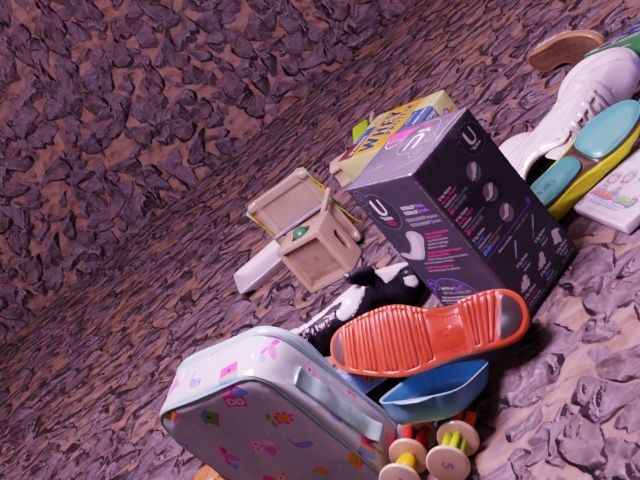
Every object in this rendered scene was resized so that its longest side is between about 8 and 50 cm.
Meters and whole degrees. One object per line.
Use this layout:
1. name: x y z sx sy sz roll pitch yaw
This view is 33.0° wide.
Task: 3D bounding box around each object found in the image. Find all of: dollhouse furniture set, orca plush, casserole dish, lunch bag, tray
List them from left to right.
1. tray: -0.075 0.017 2.368 0.270 0.030 0.145 -41 17 2
2. lunch bag: -0.042 0.235 1.382 0.224 0.279 0.108 -29 32 35
3. dollhouse furniture set: 0.033 -0.099 2.138 0.301 0.197 0.151 -33 21 23
4. orca plush: 0.058 0.129 1.670 0.287 0.151 0.102 -16 43 -30
5. casserole dish: 0.149 0.191 1.361 0.114 0.037 0.188 -14 2 26

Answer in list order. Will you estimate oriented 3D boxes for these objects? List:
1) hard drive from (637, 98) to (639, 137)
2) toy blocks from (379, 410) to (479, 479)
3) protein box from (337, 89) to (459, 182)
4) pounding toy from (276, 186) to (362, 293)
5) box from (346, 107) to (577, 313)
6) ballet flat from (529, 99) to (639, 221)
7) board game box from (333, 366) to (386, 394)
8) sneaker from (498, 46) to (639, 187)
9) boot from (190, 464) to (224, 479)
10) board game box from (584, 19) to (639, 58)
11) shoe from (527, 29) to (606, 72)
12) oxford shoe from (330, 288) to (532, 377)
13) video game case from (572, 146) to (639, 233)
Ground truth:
1. hard drive: 0.617 -0.261 1.562 0.318 0.040 0.210 -16 31 54
2. toy blocks: 0.143 0.242 1.331 0.123 0.054 0.148 -27 15 28
3. protein box: 0.180 -0.123 1.881 0.136 0.201 0.199 -51 20 -28
4. pounding toy: 0.000 0.000 2.065 0.130 0.141 0.100 -28 21 35
5. box: 0.197 -0.029 1.505 0.143 0.270 0.165 -50 20 -25
6. ballet flat: 0.396 -0.111 1.609 0.231 0.077 0.077 -44 46 0
7. board game box: 0.033 0.204 1.549 0.160 0.039 0.211 -28 -3 36
8. sneaker: 0.405 -0.168 1.703 0.305 0.114 0.152 -48 23 8
9. boot: -0.108 0.366 1.519 0.220 0.109 0.283 -41 10 -11
10. board game box: 0.605 -0.359 1.719 0.213 0.046 0.317 -31 9 -34
11. shoe: 0.475 -0.374 2.070 0.058 0.076 0.219 -52 18 -15
12. oxford shoe: 0.149 0.133 1.437 0.271 0.097 0.098 -10 -16 17
13. video game case: 0.443 -0.075 1.518 0.143 0.019 0.157 -42 17 -2
